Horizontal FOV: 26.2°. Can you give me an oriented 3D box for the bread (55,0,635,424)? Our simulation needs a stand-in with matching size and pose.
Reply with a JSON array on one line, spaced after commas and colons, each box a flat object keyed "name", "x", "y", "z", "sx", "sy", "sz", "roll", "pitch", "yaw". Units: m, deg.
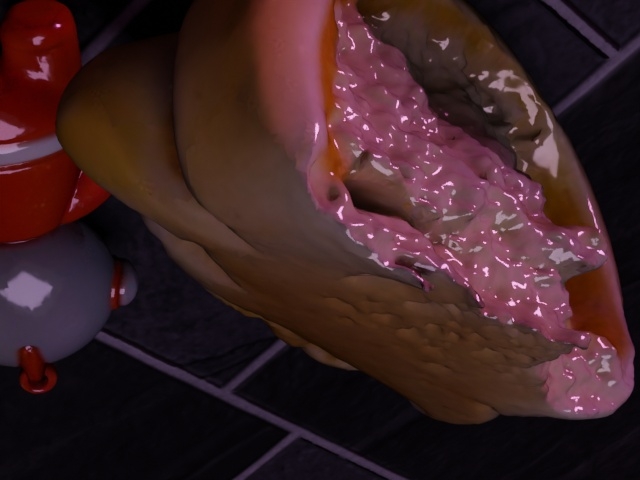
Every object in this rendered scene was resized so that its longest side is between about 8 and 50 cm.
[{"name": "bread", "x": 0.043, "y": -0.011, "z": 0.923, "sx": 0.245, "sy": 0.329, "sz": 0.424, "roll": -37, "pitch": 133, "yaw": 19}]

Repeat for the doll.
[{"name": "doll", "x": -0.224, "y": -0.016, "z": 1.012, "sx": 0.200, "sy": 0.105, "sz": 0.336, "roll": -8, "pitch": 126, "yaw": -9}]
